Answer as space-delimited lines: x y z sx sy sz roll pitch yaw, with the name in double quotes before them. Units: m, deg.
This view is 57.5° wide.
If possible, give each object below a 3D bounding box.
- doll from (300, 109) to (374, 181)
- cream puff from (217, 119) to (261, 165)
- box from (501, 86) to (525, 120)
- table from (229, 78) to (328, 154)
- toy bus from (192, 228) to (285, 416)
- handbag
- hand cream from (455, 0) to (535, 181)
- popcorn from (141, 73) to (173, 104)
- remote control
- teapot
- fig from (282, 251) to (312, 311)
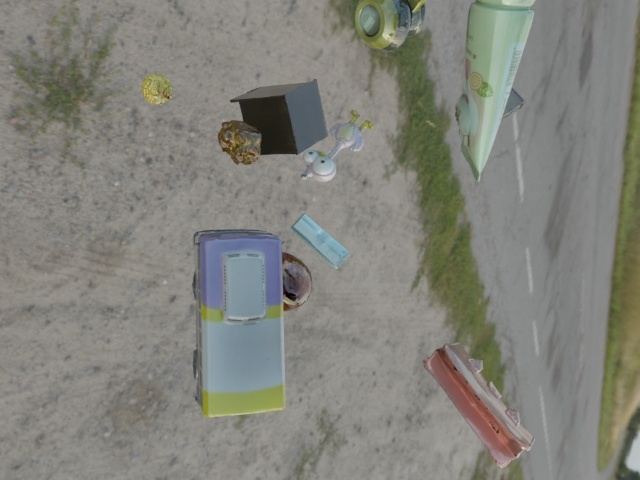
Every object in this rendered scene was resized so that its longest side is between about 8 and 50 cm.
"doll" 0.054 -0.360 2.311 0.365 0.160 0.094 -45 160 -17
"cream puff" -0.197 -0.240 1.439 0.116 0.122 0.094 -34 149 -60
"box" 0.457 -0.350 1.455 0.063 0.084 0.060 -40 173 1
"table" -0.113 -0.346 1.647 0.172 0.193 0.169 -41 126 -48
"toy bus" -0.203 0.187 1.424 0.210 0.249 0.439 0 88 -16
"handbag" 0.278 0.274 1.011 0.059 0.212 0.157 -43 156 16
"hand cream" 0.261 -0.256 0.899 0.147 0.093 0.305 -89 -178 -59
"popcorn" -0.402 -0.374 1.465 0.084 0.084 0.084 -33 131 -48
"remote control" 0.000 0.000 1.509 0.061 0.162 0.029 -48 174 -15
"teapot" 0.148 -0.451 1.149 0.119 0.166 0.130 -26 92 -34
"fig" -0.097 0.139 1.653 0.175 0.207 0.175 -13 131 -15
